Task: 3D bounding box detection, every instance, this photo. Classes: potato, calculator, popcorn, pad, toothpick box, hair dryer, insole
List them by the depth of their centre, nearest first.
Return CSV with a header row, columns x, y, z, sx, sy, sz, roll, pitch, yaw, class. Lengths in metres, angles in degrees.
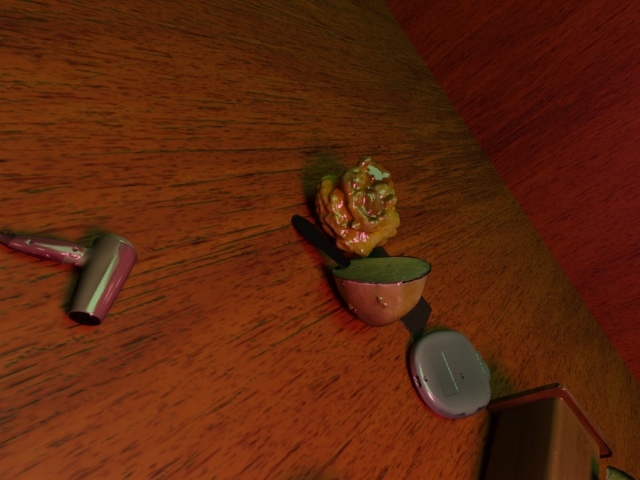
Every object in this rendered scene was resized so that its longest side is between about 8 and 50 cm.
x,y,z,sx,sy,sz,roll,pitch,yaw,class
-0.305,0.025,0.511,0.154,0.054,0.106,27,47,-18,hair dryer
0.121,0.102,0.849,0.202,0.182,0.117,-22,110,-62,potato
0.426,0.463,0.855,0.190,0.187,0.308,52,39,-3,toothpick box
0.000,0.000,0.860,0.152,0.002,0.053,41,34,15,insole
0.084,-0.066,0.924,0.197,0.155,0.198,23,57,-42,popcorn
0.293,0.283,0.961,0.298,0.041,0.186,7,56,-44,calculator
0.174,0.112,1.002,0.211,0.003,0.143,51,36,-4,pad

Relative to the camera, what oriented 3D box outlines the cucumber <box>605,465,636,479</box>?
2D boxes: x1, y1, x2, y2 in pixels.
x,y,z,sx,sy,sz,roll,pitch,yaw,class
0.555,0.550,0.791,0.115,0.063,0.244,-26,106,-48,cucumber
